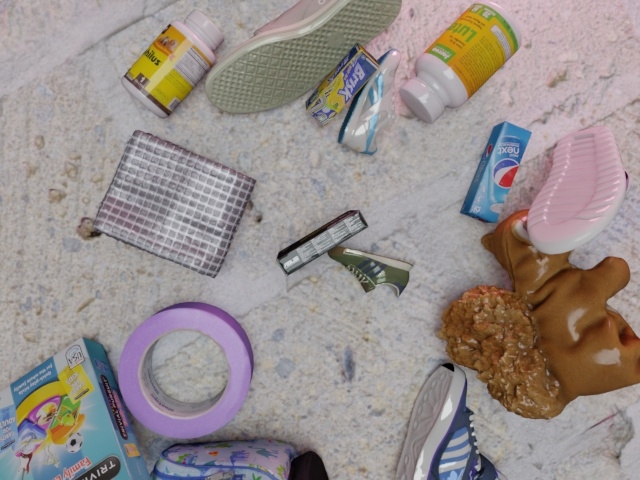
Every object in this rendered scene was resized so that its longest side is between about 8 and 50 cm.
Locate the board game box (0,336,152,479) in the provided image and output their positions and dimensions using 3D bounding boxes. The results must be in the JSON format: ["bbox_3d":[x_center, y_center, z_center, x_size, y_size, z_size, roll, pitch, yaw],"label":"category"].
[{"bbox_3d":[-0.512,0.405,1.118,0.253,0.079,0.336,-34,60,0],"label":"board game box"}]

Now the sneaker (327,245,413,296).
[{"bbox_3d":[0.102,0.071,1.218,0.192,0.064,0.086,14,87,-6],"label":"sneaker"}]

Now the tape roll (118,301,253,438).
[{"bbox_3d":[-0.283,0.274,1.201,0.274,0.090,0.275,0,93,-3],"label":"tape roll"}]

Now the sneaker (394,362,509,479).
[{"bbox_3d":[0.318,0.452,1.226,0.236,0.130,0.323,21,87,-13],"label":"sneaker"}]

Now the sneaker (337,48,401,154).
[{"bbox_3d":[0.122,-0.297,1.201,0.092,0.087,0.229,24,97,-12],"label":"sneaker"}]

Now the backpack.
[{"bbox_3d":[-0.177,0.524,1.140,0.355,0.290,0.274,-18,85,5],"label":"backpack"}]

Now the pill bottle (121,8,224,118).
[{"bbox_3d":[-0.300,-0.366,1.157,0.117,0.117,0.215,41,90,-4],"label":"pill bottle"}]

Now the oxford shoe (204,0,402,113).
[{"bbox_3d":[-0.044,-0.417,1.169,0.449,0.169,0.130,-32,53,7],"label":"oxford shoe"}]

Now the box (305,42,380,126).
[{"bbox_3d":[0.043,-0.323,1.166,0.059,0.054,0.169,33,116,-25],"label":"box"}]

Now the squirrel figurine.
[{"bbox_3d":[0.437,0.136,1.142,0.396,0.281,0.371,-30,87,-3],"label":"squirrel figurine"}]

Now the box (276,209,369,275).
[{"bbox_3d":[0.000,0.000,1.152,0.190,0.184,0.045,-31,92,0],"label":"box"}]

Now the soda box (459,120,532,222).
[{"bbox_3d":[0.380,-0.146,1.218,0.067,0.071,0.210,21,91,-3],"label":"soda box"}]

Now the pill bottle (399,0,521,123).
[{"bbox_3d":[0.286,-0.367,1.172,0.245,0.136,0.136,-45,94,0],"label":"pill bottle"}]

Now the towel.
[{"bbox_3d":[-0.303,-0.076,1.159,0.283,0.121,0.235,22,93,-7],"label":"towel"}]

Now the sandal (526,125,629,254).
[{"bbox_3d":[0.527,-0.095,1.100,0.102,0.169,0.416,55,47,-21],"label":"sandal"}]
